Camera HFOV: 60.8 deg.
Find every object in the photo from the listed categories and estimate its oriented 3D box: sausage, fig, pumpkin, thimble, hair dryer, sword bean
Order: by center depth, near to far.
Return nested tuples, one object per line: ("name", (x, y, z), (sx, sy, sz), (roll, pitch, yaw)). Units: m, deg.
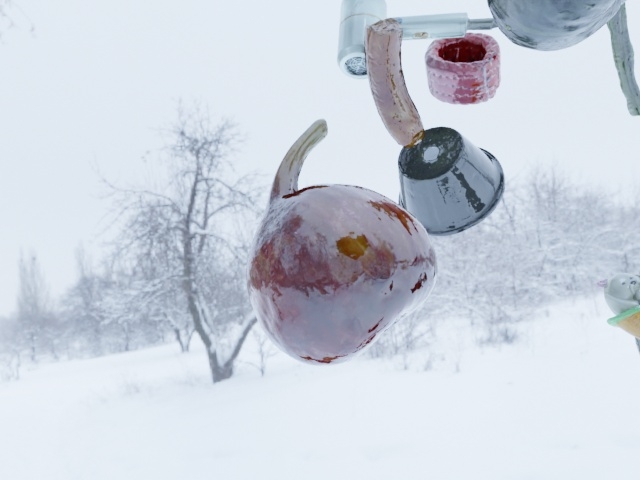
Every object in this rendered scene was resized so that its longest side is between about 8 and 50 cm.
("fig", (-0.003, 0.007, 0.511), (0.175, 0.207, 0.175), (-37, -5, -3))
("pumpkin", (0.369, -0.421, 0.777), (0.300, 0.207, 0.300), (-37, -10, -8))
("sword bean", (0.592, -0.359, 1.059), (0.043, 0.269, 0.038), (-16, 28, 26))
("sausage", (0.150, -0.326, 1.144), (0.076, 0.302, 0.103), (-40, 47, -16))
("hair dryer", (0.216, -0.459, 1.197), (0.358, 0.172, 0.107), (0, -20, 12))
("thimble", (0.358, -0.435, 1.374), (0.190, 0.163, 0.125), (27, -27, 34))

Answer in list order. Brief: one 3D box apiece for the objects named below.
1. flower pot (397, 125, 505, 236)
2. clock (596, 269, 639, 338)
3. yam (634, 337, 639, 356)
("flower pot", (0.288, -0.161, 1.294), (0.269, 0.268, 0.166), (-10, -36, 25))
("clock", (0.652, 0.104, 1.064), (0.231, 0.144, 0.103), (-22, -35, -9))
("yam", (0.683, 0.196, 1.120), (0.070, 0.069, 0.146), (-10, 37, 25))
